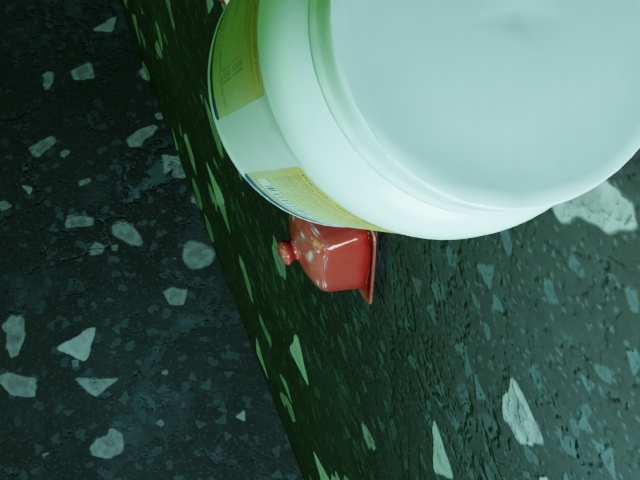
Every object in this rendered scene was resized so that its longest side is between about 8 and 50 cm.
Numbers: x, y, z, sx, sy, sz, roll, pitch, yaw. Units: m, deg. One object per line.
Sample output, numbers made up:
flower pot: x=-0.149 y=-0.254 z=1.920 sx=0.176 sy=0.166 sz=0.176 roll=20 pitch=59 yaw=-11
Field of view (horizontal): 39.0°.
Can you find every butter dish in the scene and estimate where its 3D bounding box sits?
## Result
butter dish: x=0.000 y=0.000 z=1.203 sx=0.160 sy=0.118 sz=0.160 roll=89 pitch=159 yaw=-52

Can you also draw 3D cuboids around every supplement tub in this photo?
supplement tub: x=0.056 y=-0.117 z=0.594 sx=0.316 sy=0.228 sz=0.228 roll=-168 pitch=61 yaw=-75

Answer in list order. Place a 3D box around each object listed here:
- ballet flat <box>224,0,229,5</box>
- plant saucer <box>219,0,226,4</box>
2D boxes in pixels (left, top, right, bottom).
ballet flat: x=-0.077 y=-0.386 z=1.063 sx=0.106 sy=0.107 sz=0.316 roll=21 pitch=130 yaw=56
plant saucer: x=-0.163 y=-0.496 z=1.369 sx=0.259 sy=0.047 sz=0.259 roll=-172 pitch=65 yaw=-76
